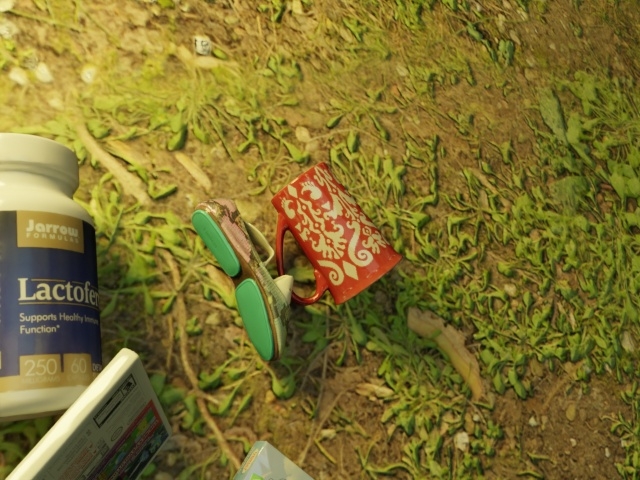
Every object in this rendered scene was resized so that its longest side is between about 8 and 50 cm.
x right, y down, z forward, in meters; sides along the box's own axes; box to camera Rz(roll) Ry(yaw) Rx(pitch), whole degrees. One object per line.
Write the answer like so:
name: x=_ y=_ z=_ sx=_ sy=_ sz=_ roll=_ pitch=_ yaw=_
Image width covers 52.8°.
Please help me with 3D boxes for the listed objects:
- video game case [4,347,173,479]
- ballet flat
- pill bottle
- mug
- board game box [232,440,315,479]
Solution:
video game case: x=-0.227 y=0.225 z=0.616 sx=0.023 sy=0.183 sz=0.201 roll=25 pitch=55 yaw=19
ballet flat: x=-0.083 y=0.041 z=0.819 sx=0.079 sy=0.077 sz=0.222 roll=-24 pitch=83 yaw=-39
pill bottle: x=-0.300 y=0.040 z=0.638 sx=0.153 sy=0.153 sz=0.265 roll=0 pitch=74 yaw=-31
mug: x=0.006 y=-0.004 z=0.865 sx=0.150 sy=0.113 sz=0.169 roll=-35 pitch=90 yaw=-36
board game box: x=-0.034 y=0.366 z=0.757 sx=0.211 sy=0.039 sz=0.160 roll=42 pitch=58 yaw=-12
